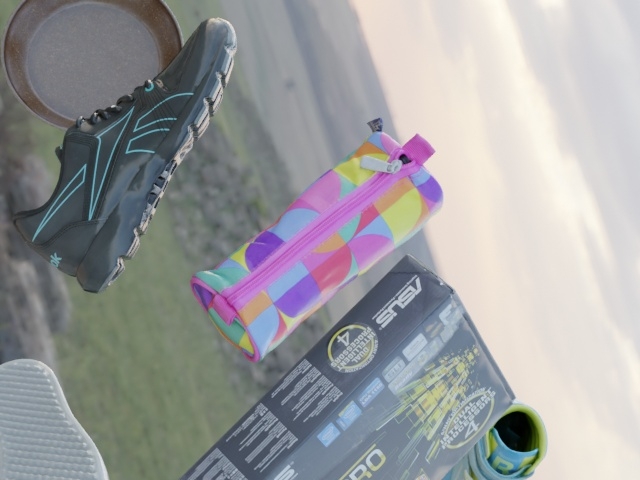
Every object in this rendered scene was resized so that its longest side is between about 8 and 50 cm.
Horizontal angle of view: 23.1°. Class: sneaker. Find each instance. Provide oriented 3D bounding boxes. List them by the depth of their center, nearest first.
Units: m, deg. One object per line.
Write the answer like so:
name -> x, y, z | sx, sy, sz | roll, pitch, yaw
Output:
sneaker -> -0.166, -0.089, 1.367 | 0.106, 0.267, 0.101 | 30, -8, 1
sneaker -> -0.307, 0.294, 1.836 | 0.366, 0.135, 0.150 | -116, -172, -53
sneaker -> 0.243, 0.379, 2.394 | 0.208, 0.127, 0.319 | 135, -24, -81

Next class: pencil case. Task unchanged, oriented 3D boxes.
pencil case -> 0.000, 0.000, 1.365 | 0.104, 0.236, 0.104 | 46, -13, 13

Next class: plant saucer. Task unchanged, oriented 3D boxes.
plant saucer -> -0.249, -0.201, 1.722 | 0.036, 0.198, 0.199 | 109, -34, -70

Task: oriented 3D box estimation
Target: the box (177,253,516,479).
box -> 0.039, 0.242, 1.872 | 0.097, 0.395, 0.318 | 40, -10, 36
